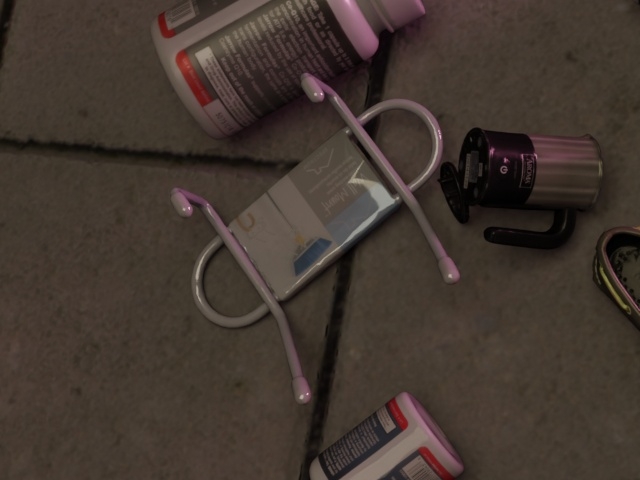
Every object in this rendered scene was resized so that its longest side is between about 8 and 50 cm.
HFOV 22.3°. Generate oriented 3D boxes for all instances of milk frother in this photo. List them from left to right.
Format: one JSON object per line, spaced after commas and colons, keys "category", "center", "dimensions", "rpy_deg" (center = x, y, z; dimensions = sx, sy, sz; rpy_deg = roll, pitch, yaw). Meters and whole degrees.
{"category": "milk frother", "center": [0.211, -0.066, 1.761], "dimensions": [0.134, 0.143, 0.129], "rpy_deg": [3, 111, -18]}

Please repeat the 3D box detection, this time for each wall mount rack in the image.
{"category": "wall mount rack", "center": [0.000, 0.000, 1.770], "dimensions": [0.350, 0.130, 0.304], "rpy_deg": [-40, 68, 12]}

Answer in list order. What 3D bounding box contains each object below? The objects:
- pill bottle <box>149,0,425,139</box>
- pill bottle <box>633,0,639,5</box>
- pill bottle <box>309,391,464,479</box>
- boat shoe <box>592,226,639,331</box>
{"category": "pill bottle", "center": [-0.035, -0.247, 1.838], "dimensions": [0.283, 0.161, 0.161], "rpy_deg": [-28, 70, 8]}
{"category": "pill bottle", "center": [0.432, -0.283, 1.736], "dimensions": [0.184, 0.103, 0.103], "rpy_deg": [17, 82, 20]}
{"category": "pill bottle", "center": [0.051, 0.253, 1.717], "dimensions": [0.180, 0.108, 0.108], "rpy_deg": [-37, 69, 5]}
{"category": "boat shoe", "center": [0.398, 0.097, 1.658], "dimensions": [0.109, 0.091, 0.305], "rpy_deg": [-47, 69, 1]}
